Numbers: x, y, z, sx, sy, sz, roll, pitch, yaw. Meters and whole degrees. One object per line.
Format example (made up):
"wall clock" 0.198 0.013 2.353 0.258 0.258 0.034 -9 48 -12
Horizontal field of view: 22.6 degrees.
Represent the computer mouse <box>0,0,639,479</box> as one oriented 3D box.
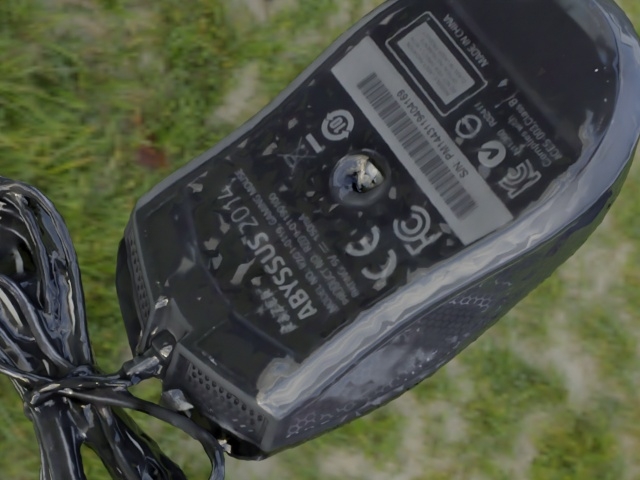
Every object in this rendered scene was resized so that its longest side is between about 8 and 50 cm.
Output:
"computer mouse" 0.000 0.000 0.598 0.272 0.188 0.072 -32 150 5
